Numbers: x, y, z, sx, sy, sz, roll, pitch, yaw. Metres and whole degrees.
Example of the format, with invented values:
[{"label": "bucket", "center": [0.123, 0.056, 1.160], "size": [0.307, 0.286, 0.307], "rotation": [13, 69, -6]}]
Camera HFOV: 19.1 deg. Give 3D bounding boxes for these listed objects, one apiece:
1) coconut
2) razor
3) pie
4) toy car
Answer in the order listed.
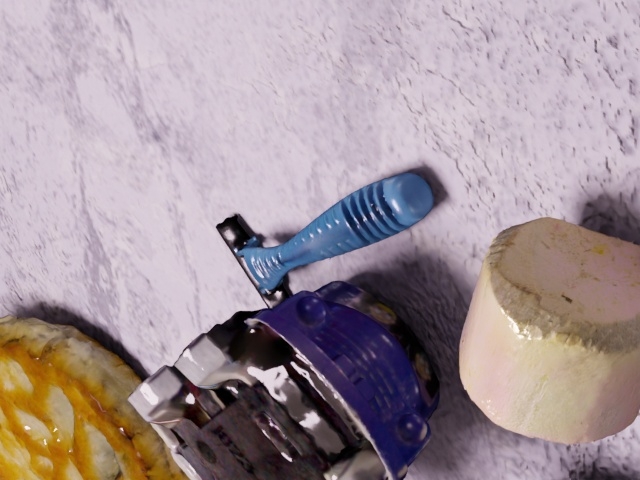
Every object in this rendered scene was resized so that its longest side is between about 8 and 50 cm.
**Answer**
[{"label": "coconut", "center": [0.137, 0.058, 1.087], "size": [0.116, 0.116, 0.122], "rotation": [38, 140, 25]}, {"label": "razor", "center": [0.000, 0.000, 1.288], "size": [0.082, 0.042, 0.253], "rotation": [58, 148, -5]}, {"label": "pie", "center": [-0.214, 0.198, 1.734], "size": [0.315, 0.092, 0.315], "rotation": [29, 139, 29]}, {"label": "toy car", "center": [-0.006, 0.110, 1.286], "size": [0.172, 0.158, 0.235], "rotation": [49, 149, 1]}]
